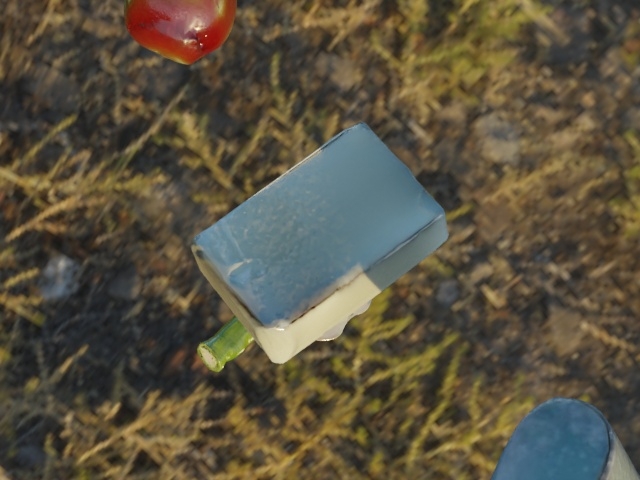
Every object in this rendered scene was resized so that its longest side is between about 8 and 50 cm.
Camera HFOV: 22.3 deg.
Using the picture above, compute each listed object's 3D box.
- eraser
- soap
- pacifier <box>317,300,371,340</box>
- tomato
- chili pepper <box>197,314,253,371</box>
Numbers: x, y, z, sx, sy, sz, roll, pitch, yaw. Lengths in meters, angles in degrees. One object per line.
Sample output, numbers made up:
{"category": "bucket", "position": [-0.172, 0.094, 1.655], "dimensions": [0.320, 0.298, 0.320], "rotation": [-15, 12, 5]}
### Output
{"category": "eraser", "position": [0.183, 0.232, 1.204], "dimensions": [0.081, 0.227, 0.174], "rotation": [15, 72, 25]}
{"category": "soap", "position": [0.000, 0.000, 1.337], "dimensions": [0.183, 0.064, 0.121], "rotation": [-36, 65, -9]}
{"category": "pacifier", "position": [0.012, 0.069, 1.830], "dimensions": [0.099, 0.078, 0.081], "rotation": [-44, 106, 3]}
{"category": "tomato", "position": [-0.106, -0.171, 1.212], "dimensions": [0.087, 0.087, 0.075], "rotation": [16, 75, -18]}
{"category": "chili pepper", "position": [-0.069, 0.064, 1.827], "dimensions": [0.052, 0.050, 0.201], "rotation": [53, 56, -33]}
